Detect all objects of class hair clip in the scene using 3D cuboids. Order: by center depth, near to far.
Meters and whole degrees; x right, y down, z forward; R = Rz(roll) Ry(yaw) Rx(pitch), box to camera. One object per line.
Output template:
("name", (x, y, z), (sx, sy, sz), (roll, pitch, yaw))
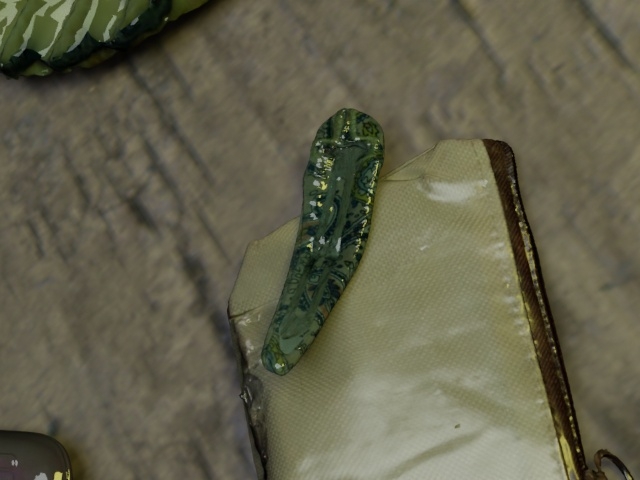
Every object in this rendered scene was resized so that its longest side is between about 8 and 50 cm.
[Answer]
("hair clip", (0.001, 0.001, 0.855), (0.066, 0.036, 0.229), (7, 63, 21))

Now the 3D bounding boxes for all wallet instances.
("wallet", (0.068, 0.096, 0.854), (0.275, 0.068, 0.335), (-17, 69, 12))

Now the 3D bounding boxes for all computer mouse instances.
("computer mouse", (-0.308, 0.220, 0.960), (0.232, 0.057, 0.120), (-4, 79, 21))

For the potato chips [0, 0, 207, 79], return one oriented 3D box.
("potato chips", (-0.188, -0.330, 1.020), (0.358, 0.070, 0.429), (29, 89, 24))
